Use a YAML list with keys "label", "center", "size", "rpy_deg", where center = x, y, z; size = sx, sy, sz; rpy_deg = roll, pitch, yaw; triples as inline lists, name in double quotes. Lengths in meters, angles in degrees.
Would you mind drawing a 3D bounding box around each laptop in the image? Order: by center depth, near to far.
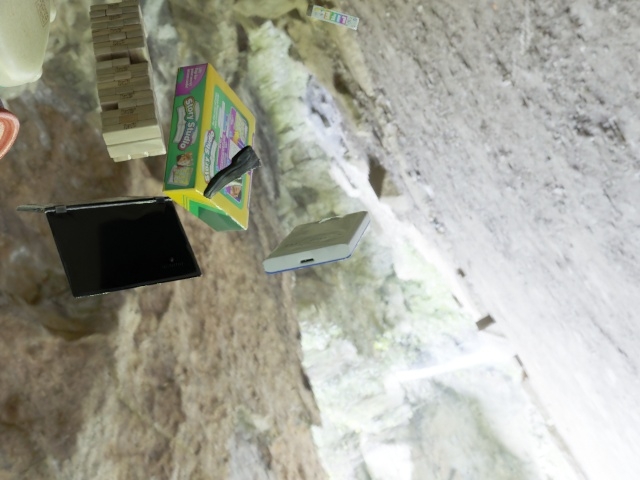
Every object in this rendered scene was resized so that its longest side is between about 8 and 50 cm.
- label: "laptop"
  center: [-0.620, 0.000, 2.047]
  size: [0.408, 0.382, 0.236]
  rpy_deg: [5, 100, 50]

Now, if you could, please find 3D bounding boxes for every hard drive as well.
- label: "hard drive"
  center: [0.000, 0.000, 1.748]
  size: [0.319, 0.210, 0.040]
  rpy_deg: [-53, -51, -70]

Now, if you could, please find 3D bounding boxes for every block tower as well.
- label: "block tower"
  center: [-0.339, -0.284, 1.219]
  size: [0.091, 0.097, 0.335]
  rpy_deg: [91, 166, -56]

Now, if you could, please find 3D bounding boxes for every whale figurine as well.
- label: "whale figurine"
  center: [-0.506, -0.349, 1.095]
  size: [0.272, 0.141, 0.216]
  rpy_deg: [-89, -6, -52]

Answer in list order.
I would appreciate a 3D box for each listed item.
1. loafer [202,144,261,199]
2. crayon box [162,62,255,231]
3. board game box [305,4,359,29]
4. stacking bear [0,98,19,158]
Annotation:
- label: "loafer"
  center: [-0.211, -0.154, 1.689]
  size: [0.061, 0.170, 0.062]
  rpy_deg: [49, 166, -21]
- label: "crayon box"
  center: [-0.295, -0.245, 1.924]
  size: [0.313, 0.106, 0.363]
  rpy_deg: [44, -135, -63]
- label: "board game box"
  center: [0.024, -0.502, 1.570]
  size: [0.154, 0.103, 0.026]
  rpy_deg: [-105, 29, -71]
- label: "stacking bear"
  center: [-0.782, -0.314, 1.470]
  size: [0.289, 0.164, 0.175]
  rpy_deg: [50, -171, 10]
